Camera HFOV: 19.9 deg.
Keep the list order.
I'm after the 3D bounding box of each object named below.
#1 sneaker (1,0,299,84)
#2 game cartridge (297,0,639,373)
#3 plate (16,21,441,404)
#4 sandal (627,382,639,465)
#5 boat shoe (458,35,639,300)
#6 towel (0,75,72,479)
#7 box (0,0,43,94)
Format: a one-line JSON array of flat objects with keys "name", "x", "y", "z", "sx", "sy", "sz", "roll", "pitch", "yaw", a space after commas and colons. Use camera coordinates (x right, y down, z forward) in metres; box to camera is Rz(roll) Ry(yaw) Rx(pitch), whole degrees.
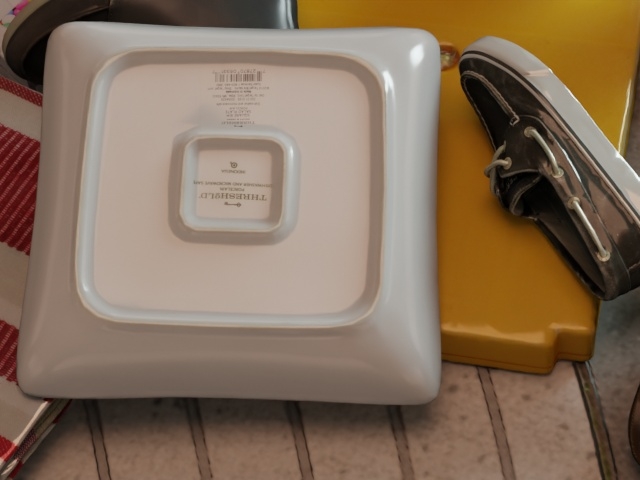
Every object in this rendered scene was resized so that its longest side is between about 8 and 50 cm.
[{"name": "sneaker", "x": -0.120, "y": -0.140, "z": 1.323, "sx": 0.222, "sy": 0.083, "sz": 0.118, "roll": -18, "pitch": 59, "yaw": 3}, {"name": "game cartridge", "x": 0.076, "y": -0.060, "z": 1.321, "sx": 0.285, "sy": 0.053, "sz": 0.324, "roll": 8, "pitch": 57, "yaw": 11}, {"name": "plate", "x": -0.057, "y": -0.030, "z": 1.214, "sx": 0.277, "sy": 0.045, "sz": 0.278, "roll": 1, "pitch": 67, "yaw": 1}, {"name": "sandal", "x": 0.268, "y": 0.061, "z": 1.194, "sx": 0.090, "sy": 0.060, "sz": 0.219, "roll": 23, "pitch": 79, "yaw": 12}, {"name": "boat shoe", "x": 0.150, "y": -0.052, "z": 1.229, "sx": 0.070, "sy": 0.078, "sz": 0.219, "roll": -29, "pitch": 59, "yaw": -16}, {"name": "towel", "x": -0.251, "y": 0.041, "z": 1.253, "sx": 0.237, "sy": 0.037, "sz": 0.329, "roll": 26, "pitch": 66, "yaw": 22}, {"name": "box", "x": -0.191, "y": -0.173, "z": 1.434, "sx": 0.145, "sy": 0.038, "sz": 0.186, "roll": -36, "pitch": 57, "yaw": -21}]
